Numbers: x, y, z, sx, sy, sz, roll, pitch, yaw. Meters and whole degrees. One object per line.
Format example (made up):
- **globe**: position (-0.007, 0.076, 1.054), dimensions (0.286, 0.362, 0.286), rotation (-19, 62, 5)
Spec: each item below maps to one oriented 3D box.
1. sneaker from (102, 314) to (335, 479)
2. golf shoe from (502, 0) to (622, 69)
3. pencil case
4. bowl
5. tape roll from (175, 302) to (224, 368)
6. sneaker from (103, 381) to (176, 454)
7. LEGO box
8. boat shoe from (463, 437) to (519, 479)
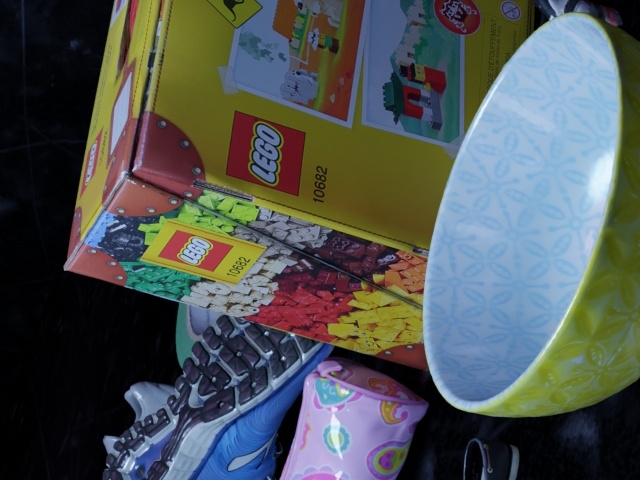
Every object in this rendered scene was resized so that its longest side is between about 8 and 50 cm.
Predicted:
- **sneaker**: position (-0.095, 0.197, 2.086), dimensions (0.330, 0.147, 0.130), rotation (-45, 46, 16)
- **golf shoe**: position (0.186, -0.125, 1.598), dimensions (0.067, 0.086, 0.186), rotation (-121, 49, -65)
- **pencil case**: position (0.003, 0.256, 1.754), dimensions (0.124, 0.124, 0.284), rotation (-133, 63, -70)
- **bowl**: position (0.204, -0.002, 1.307), dimensions (0.289, 0.156, 0.289), rotation (-164, 90, -73)
- **tape roll**: position (-0.093, 0.022, 2.339), dimensions (0.321, 0.077, 0.321), rotation (-163, 90, -72)
- **sneaker**: position (-0.239, 0.310, 2.444), dimensions (0.099, 0.121, 0.262), rotation (160, 125, -70)
- **LEGO box**: position (-0.004, -0.175, 1.751), dimensions (0.193, 0.372, 0.500), rotation (132, 151, -54)
- **boat shoe**: position (0.131, 0.227, 1.515), dimensions (0.049, 0.042, 0.133), rotation (148, 135, -62)
